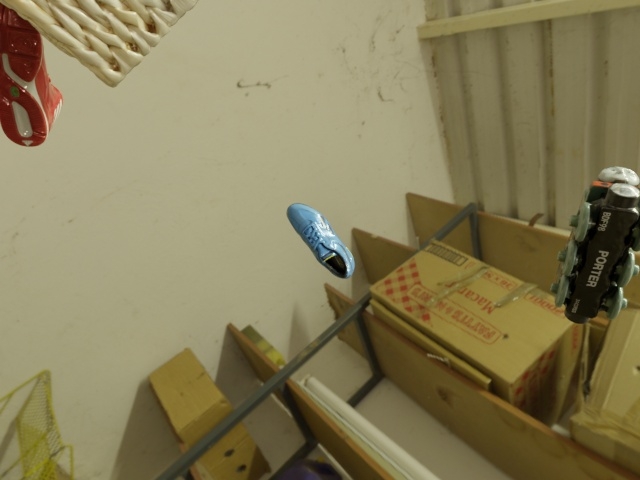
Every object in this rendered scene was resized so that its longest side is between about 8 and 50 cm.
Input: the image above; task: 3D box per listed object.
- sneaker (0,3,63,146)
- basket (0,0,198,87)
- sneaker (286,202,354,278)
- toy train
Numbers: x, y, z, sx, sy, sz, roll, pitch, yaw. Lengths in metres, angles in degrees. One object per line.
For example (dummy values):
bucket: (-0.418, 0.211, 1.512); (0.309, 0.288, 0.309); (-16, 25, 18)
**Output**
sneaker: (-0.471, -0.272, 0.698); (0.128, 0.087, 0.221); (-124, -138, -58)
basket: (-0.265, -0.396, 0.461); (0.331, 0.266, 0.328); (37, 14, -41)
sneaker: (0.000, 0.000, 0.981); (0.209, 0.069, 0.082); (49, 14, -3)
toy train: (0.570, 0.014, 0.906); (0.142, 0.190, 0.333); (11, -51, 23)
